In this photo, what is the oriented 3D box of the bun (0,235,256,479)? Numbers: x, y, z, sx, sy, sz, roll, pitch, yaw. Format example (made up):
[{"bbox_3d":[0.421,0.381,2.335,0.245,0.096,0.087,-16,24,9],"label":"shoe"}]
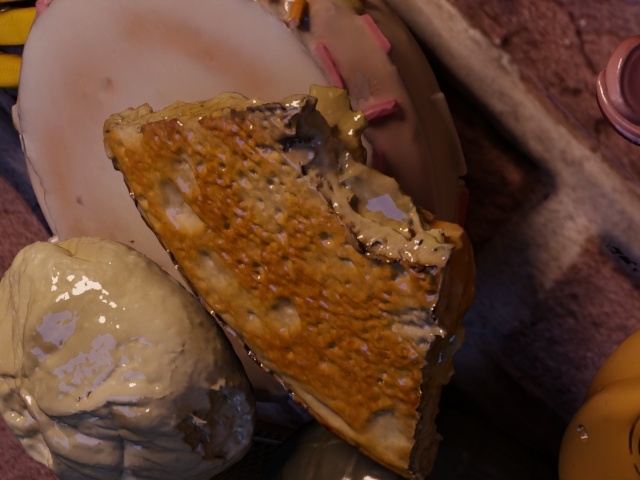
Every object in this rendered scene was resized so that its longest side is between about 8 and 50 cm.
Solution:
[{"bbox_3d":[-0.155,0.098,1.292,0.220,0.134,0.220,33,149,24],"label":"bun"}]

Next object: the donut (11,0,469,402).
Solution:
[{"bbox_3d":[-0.055,-0.061,1.333,0.383,0.142,0.382,18,124,29],"label":"donut"}]

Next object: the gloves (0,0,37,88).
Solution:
[{"bbox_3d":[-0.312,-0.194,1.479,0.294,0.116,0.133,6,94,34],"label":"gloves"}]

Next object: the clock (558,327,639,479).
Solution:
[{"bbox_3d":[0.297,0.147,1.158,0.317,0.200,0.244,-14,101,50],"label":"clock"}]

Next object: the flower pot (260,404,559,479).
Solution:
[{"bbox_3d":[0.069,0.275,1.337,0.302,0.213,0.301,16,138,15],"label":"flower pot"}]

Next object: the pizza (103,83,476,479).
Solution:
[{"bbox_3d":[0.000,0.000,1.172,0.323,0.089,0.223,47,140,4],"label":"pizza"}]

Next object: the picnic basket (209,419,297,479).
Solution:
[{"bbox_3d":[-0.084,0.286,1.543,0.165,0.139,0.266,12,120,33],"label":"picnic basket"}]

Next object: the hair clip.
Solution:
[{"bbox_3d":[0.241,-0.082,1.124,0.138,0.123,0.102,49,162,12],"label":"hair clip"}]
